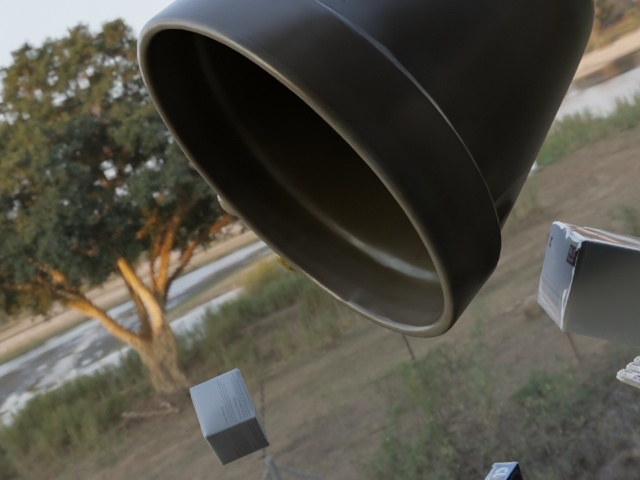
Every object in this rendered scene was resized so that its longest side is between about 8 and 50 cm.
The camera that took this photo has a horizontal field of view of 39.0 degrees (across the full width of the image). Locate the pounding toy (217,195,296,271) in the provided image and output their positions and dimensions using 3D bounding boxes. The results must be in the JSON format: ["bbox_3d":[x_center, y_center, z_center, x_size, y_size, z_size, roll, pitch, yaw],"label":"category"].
[{"bbox_3d":[0.000,0.000,1.048,0.182,0.110,0.237,14,-1,35],"label":"pounding toy"}]

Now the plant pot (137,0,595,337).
[{"bbox_3d":[0.062,-0.133,0.733,0.280,0.323,0.323,-47,13,-18],"label":"plant pot"}]

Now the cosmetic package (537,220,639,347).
[{"bbox_3d":[0.313,0.051,0.773,0.231,0.086,0.117,10,9,2],"label":"cosmetic package"}]

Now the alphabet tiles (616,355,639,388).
[{"bbox_3d":[0.636,0.250,1.467,0.277,0.021,0.284,21,15,30],"label":"alphabet tiles"}]

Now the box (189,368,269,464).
[{"bbox_3d":[-0.145,0.282,1.443,0.087,0.101,0.102,-23,50,-5],"label":"box"}]

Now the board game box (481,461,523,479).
[{"bbox_3d":[0.240,0.438,1.252,0.042,0.165,0.243,-13,9,33],"label":"board game box"}]
